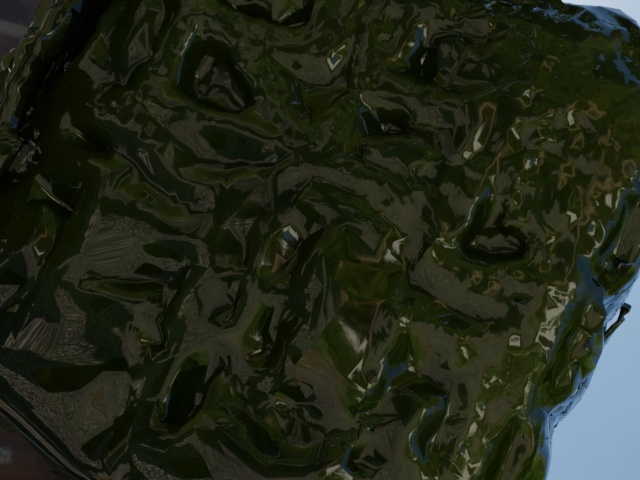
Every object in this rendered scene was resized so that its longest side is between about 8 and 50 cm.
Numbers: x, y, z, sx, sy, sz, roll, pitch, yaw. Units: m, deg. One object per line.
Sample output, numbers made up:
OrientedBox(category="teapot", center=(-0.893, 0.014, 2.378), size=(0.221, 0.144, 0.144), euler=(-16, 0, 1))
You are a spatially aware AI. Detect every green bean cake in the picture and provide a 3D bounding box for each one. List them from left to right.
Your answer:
OrientedBox(category="green bean cake", center=(0.000, 0.000, 0.495), size=(0.335, 0.319, 0.218), euler=(-67, 164, -8))
